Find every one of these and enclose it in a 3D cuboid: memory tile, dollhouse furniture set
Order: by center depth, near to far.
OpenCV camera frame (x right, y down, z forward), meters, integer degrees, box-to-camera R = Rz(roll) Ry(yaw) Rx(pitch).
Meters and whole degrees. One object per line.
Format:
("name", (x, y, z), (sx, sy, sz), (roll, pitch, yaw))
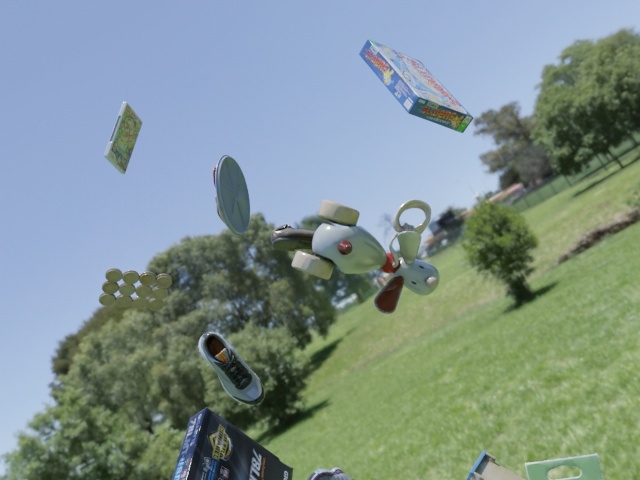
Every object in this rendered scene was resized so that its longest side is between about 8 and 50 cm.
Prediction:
("memory tile", (-0.419, 0.111, 1.537), (0.148, 0.012, 0.113), (10, -54, -22))
("dollhouse furniture set", (0.574, 0.865, 2.128), (0.303, 0.286, 0.198), (-28, -42, -56))

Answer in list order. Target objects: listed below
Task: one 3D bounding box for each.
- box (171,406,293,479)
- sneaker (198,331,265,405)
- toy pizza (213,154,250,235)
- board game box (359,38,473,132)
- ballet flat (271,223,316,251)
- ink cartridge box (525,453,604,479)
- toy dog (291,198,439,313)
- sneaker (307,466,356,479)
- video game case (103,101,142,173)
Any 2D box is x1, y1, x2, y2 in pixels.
("box", (-0.194, 0.569, 1.509), (0.073, 0.293, 0.295), (-39, 23, 26))
("sneaker", (-0.270, 0.383, 2.025), (0.100, 0.271, 0.108), (-40, -9, -17))
("toy pizza", (-0.222, -0.109, 1.665), (0.032, 0.201, 0.201), (-9, -6, 14))
("board game box", (0.166, -0.274, 1.196), (0.136, 0.201, 0.035), (10, -54, -37))
("ballet flat", (0.000, 0.000, 1.642), (0.250, 0.058, 0.084), (7, -33, -18))
("ink cartridge box", (0.581, 0.622, 1.566), (0.171, 0.235, 0.056), (-12, -16, 12))
("toy dog", (0.116, 0.033, 1.360), (0.334, 0.220, 0.161), (-1, 11, -21))
("sneaker", (0.035, 0.536, 1.444), (0.224, 0.098, 0.083), (17, -90, -66))
("video game case", (-0.398, -0.207, 1.375), (0.011, 0.122, 0.087), (12, -16, 10))
